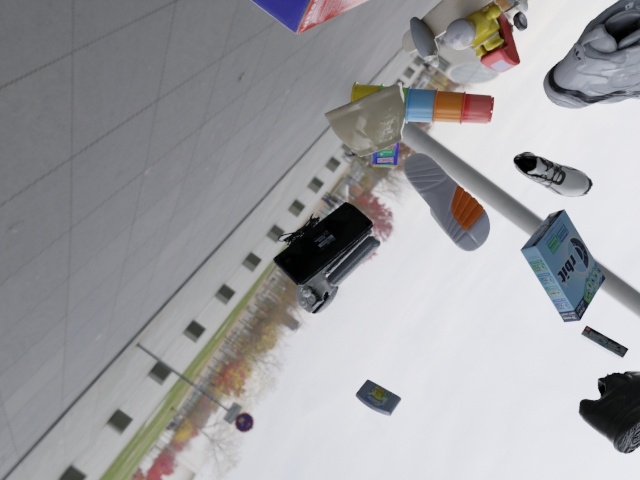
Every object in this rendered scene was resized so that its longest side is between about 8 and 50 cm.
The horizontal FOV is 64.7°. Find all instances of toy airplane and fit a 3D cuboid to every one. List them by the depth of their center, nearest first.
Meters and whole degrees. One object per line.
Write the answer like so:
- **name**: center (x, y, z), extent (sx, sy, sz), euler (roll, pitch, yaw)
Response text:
- **toy airplane**: center (0.435, -0.688, 1.505), extent (0.272, 0.385, 0.386), euler (-60, 161, -29)

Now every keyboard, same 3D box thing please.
- **keyboard**: center (0.000, 0.000, 0.933), extent (0.192, 0.100, 0.038), euler (-38, 162, -22)

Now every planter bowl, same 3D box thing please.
- **planter bowl**: center (0.102, -0.235, 1.012), extent (0.162, 0.109, 0.162), euler (-22, -166, 6)

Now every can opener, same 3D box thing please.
- **can opener**: center (0.040, 0.072, 1.217), extent (0.093, 0.074, 0.280), euler (-1, 139, -51)

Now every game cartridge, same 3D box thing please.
- **game cartridge**: center (0.117, 0.322, 1.032), extent (0.056, 0.083, 0.017), euler (-41, 144, -43)

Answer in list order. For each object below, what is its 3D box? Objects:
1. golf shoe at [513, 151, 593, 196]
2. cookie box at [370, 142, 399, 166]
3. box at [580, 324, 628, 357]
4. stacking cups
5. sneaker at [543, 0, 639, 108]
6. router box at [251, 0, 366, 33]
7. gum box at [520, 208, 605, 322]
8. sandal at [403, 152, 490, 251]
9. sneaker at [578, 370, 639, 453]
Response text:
- **golf shoe**: center (0.567, -0.162, 1.254), extent (0.094, 0.198, 0.077), euler (-5, 119, -52)
- **cookie box**: center (0.229, -0.317, 1.794), extent (0.040, 0.092, 0.107), euler (-98, -170, -63)
- **box**: center (0.651, 0.236, 1.161), extent (0.027, 0.094, 0.137), euler (-59, 150, 2)
- **stacking cups**: center (0.230, -0.314, 1.156), extent (0.096, 0.317, 0.095), euler (5, 90, -76)
- **sneaker**: center (0.672, -0.393, 1.041), extent (0.367, 0.137, 0.210), euler (-12, 162, -2)
- **router box**: center (-0.067, -0.421, 0.627), extent (0.301, 0.336, 0.082), euler (-49, 176, -45)
- **gum box**: center (0.512, 0.051, 1.062), extent (0.157, 0.184, 0.041), euler (-39, -172, -35)
- **sandal**: center (0.296, -0.095, 1.186), extent (0.102, 0.265, 0.076), euler (-37, 173, 6)
- **sneaker**: center (0.653, 0.308, 1.036), extent (0.287, 0.108, 0.130), euler (-20, -151, -23)
